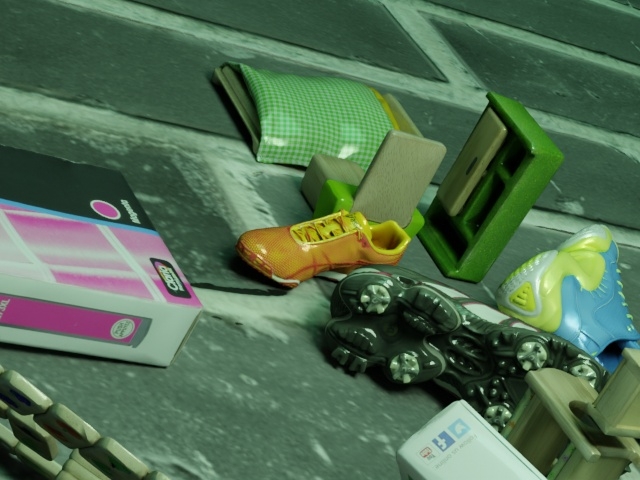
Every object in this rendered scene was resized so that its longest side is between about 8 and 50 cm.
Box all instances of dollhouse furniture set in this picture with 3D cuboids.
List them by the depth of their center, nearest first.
[{"bbox_3d":[0.221,0.143,1.333,0.161,0.182,0.101,10,30,-36],"label":"dollhouse furniture set"},{"bbox_3d":[0.052,-0.119,1.694,0.197,0.151,0.301,13,29,-32],"label":"dollhouse furniture set"}]

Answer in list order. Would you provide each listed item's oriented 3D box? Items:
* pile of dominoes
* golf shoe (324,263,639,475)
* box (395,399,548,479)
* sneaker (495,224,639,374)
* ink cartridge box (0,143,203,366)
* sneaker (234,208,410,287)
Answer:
[{"bbox_3d":[-0.179,0.114,1.027,0.251,0.040,0.196,33,-20,8],"label":"pile of dominoes"},{"bbox_3d":[0.137,0.091,1.446,0.273,0.105,0.120,30,17,-1],"label":"golf shoe"},{"bbox_3d":[0.174,0.259,1.038,0.058,0.232,0.322,-37,61,-16],"label":"box"},{"bbox_3d":[0.239,0.064,1.653,0.126,0.091,0.240,53,28,8],"label":"sneaker"},{"bbox_3d":[-0.270,-0.011,1.230,0.371,0.069,0.176,10,31,-37],"label":"ink cartridge box"},{"bbox_3d":[0.000,0.000,1.511,0.175,0.067,0.064,-1,40,-46],"label":"sneaker"}]
